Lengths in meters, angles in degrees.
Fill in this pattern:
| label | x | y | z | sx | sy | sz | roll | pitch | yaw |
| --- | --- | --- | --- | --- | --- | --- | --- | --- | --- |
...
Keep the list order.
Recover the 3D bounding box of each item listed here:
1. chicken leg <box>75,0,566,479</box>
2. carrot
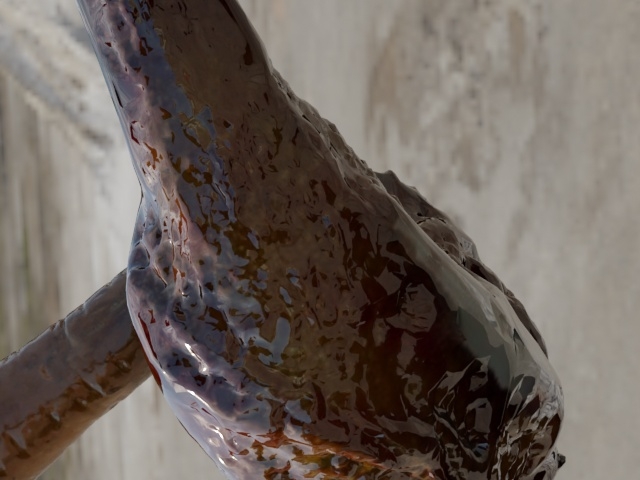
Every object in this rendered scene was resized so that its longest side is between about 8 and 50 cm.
| label | x | y | z | sx | sy | sz | roll | pitch | yaw |
| --- | --- | --- | --- | --- | --- | --- | --- | --- | --- |
| chicken leg | 0.000 | 0.000 | 0.590 | 0.407 | 0.096 | 0.158 | 55 | -151 | -43 |
| carrot | -0.120 | 0.068 | 0.793 | 0.059 | 0.248 | 0.059 | 51 | -177 | -3 |
